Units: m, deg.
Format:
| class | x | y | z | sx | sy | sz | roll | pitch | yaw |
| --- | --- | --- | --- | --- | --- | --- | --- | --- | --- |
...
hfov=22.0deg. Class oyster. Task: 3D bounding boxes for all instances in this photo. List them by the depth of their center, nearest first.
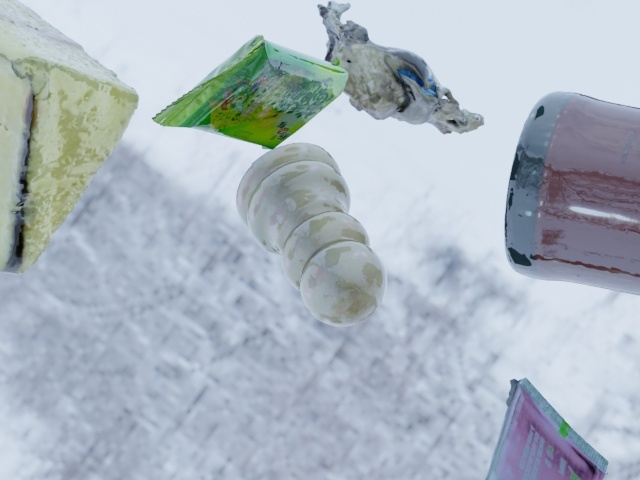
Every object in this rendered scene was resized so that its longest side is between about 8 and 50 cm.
| class | x | y | z | sx | sy | sz | roll | pitch | yaw |
| --- | --- | --- | --- | --- | --- | --- | --- | --- | --- |
| oyster | 0.078 | -0.162 | 1.721 | 0.223 | 0.083 | 0.214 | 32 | -171 | -23 |

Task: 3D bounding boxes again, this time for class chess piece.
| class | x | y | z | sx | sy | sz | roll | pitch | yaw |
| --- | --- | --- | --- | --- | --- | --- | --- | --- | --- |
| chess piece | 0.000 | 0.000 | 1.332 | 0.094 | 0.094 | 0.170 | 40 | -169 | -38 |

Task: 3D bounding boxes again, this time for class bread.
| class | x | y | z | sx | sy | sz | roll | pitch | yaw |
| --- | --- | --- | --- | --- | --- | --- | --- | --- | --- |
| bread | -0.360 | -0.121 | 1.666 | 0.263 | 0.236 | 0.198 | 37 | -170 | 34 |

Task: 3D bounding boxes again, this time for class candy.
| class | x | y | z | sx | sy | sz | roll | pitch | yaw |
| --- | --- | --- | --- | --- | --- | --- | --- | --- | --- |
| candy | -0.046 | -0.109 | 1.244 | 0.032 | 0.102 | 0.178 | 54 | -163 | 17 |

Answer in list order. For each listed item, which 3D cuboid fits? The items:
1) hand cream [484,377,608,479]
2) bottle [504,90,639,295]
| class | x | y | z | sx | sy | sz | roll | pitch | yaw |
| --- | --- | --- | --- | --- | --- | --- | --- | --- | --- |
| hand cream | 0.116 | 0.177 | 0.935 | 0.275 | 0.050 | 0.079 | -60 | -45 | -58 |
| bottle | 0.309 | -0.011 | 1.186 | 0.336 | 0.144 | 0.144 | 13 | 166 | 21 |
